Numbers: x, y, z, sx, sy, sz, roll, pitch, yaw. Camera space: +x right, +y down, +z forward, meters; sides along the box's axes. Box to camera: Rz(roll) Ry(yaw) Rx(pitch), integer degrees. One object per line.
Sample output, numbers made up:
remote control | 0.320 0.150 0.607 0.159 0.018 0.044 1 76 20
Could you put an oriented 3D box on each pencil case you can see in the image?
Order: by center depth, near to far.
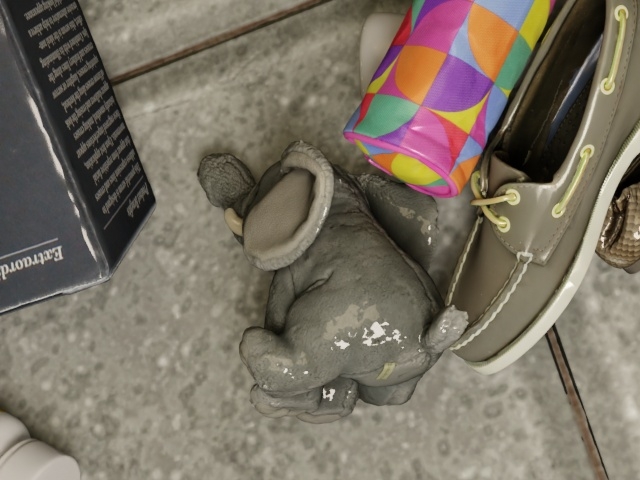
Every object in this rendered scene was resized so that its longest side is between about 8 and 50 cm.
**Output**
pencil case | 0.105 -0.149 1.206 0.104 0.104 0.236 24 78 20

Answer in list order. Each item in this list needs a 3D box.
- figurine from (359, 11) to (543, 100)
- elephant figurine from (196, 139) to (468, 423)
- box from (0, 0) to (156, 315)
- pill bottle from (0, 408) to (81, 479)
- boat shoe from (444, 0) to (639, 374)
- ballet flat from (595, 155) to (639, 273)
figurine | 0.142 -0.192 1.298 0.209 0.092 0.215 2 76 12
elephant figurine | 0.000 0.000 1.237 0.186 0.169 0.239 -11 67 3
box | -0.337 -0.132 1.250 0.293 0.212 0.396 -18 103 9
pill bottle | -0.297 0.171 1.294 0.208 0.119 0.119 22 81 20
boat shoe | 0.158 -0.047 1.201 0.305 0.091 0.109 -61 31 12
ballet flat | 0.276 -0.088 1.229 0.058 0.084 0.250 36 91 -7
